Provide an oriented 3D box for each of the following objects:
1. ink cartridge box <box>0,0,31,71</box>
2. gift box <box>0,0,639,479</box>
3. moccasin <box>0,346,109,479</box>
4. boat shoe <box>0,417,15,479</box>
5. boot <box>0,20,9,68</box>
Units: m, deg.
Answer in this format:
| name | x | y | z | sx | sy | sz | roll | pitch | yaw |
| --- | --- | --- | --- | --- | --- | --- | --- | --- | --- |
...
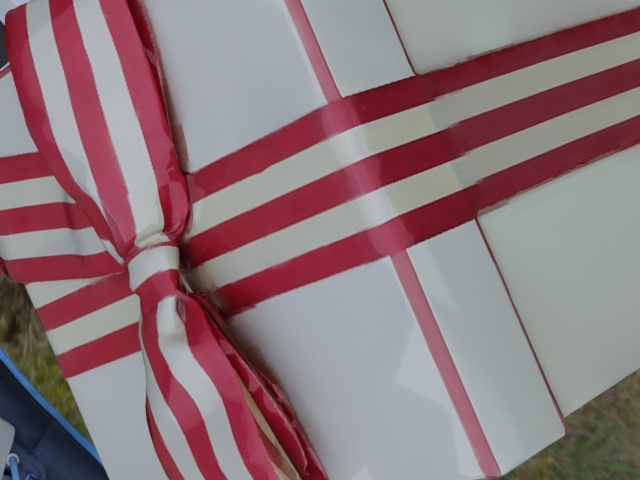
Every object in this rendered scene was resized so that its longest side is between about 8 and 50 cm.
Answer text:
| name | x | y | z | sx | sy | sz | roll | pitch | yaw |
| --- | --- | --- | --- | --- | --- | --- | --- | --- | --- |
| ink cartridge box | -0.293 | -0.311 | 1.742 | 0.198 | 0.197 | 0.270 | 40 | 60 | -15 |
| gift box | 0.000 | 0.000 | 0.669 | 0.258 | 0.276 | 0.255 | -22 | 84 | -45 |
| moccasin | -0.266 | 0.198 | 1.246 | 0.342 | 0.138 | 0.117 | 45 | 49 | 7 |
| boat shoe | -0.262 | 0.174 | 1.020 | 0.070 | 0.219 | 0.078 | 40 | 102 | -19 |
| boot | -0.369 | -0.196 | 0.897 | 0.146 | 0.445 | 0.367 | -21 | 103 | 16 |
